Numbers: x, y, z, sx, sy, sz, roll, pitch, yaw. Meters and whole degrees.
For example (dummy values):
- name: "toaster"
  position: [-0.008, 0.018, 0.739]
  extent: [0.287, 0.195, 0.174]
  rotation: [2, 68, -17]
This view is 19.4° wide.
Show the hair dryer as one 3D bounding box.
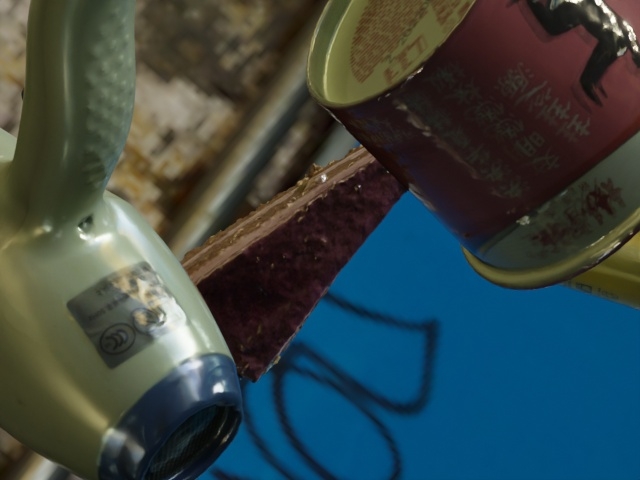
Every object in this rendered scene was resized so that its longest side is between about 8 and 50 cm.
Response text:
- name: "hair dryer"
  position: [-0.153, -0.062, 0.811]
  extent: [0.296, 0.298, 0.119]
  rotation: [25, -142, 38]

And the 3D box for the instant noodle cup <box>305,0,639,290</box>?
- name: "instant noodle cup"
  position: [0.115, -0.112, 1.187]
  extent: [0.235, 0.178, 0.235]
  rotation: [-38, -149, 28]

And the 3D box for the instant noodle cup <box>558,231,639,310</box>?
- name: "instant noodle cup"
  position: [0.210, -0.037, 1.477]
  extent: [0.182, 0.144, 0.182]
  rotation: [11, 90, -80]

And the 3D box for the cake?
- name: "cake"
  position: [0.000, 0.000, 1.433]
  extent: [0.295, 0.113, 0.116]
  rotation: [-40, -169, 1]
